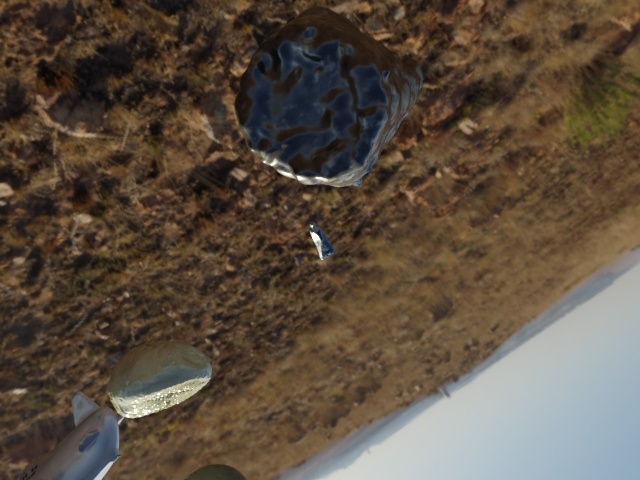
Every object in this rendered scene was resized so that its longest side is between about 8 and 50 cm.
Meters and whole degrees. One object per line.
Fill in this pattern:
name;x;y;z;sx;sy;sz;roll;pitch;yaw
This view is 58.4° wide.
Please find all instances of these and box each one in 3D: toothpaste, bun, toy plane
toothpaste;0.000;0.000;0.922;0.027;0.019;0.083;-29;133;-2
bun;-0.182;0.148;0.644;0.115;0.069;0.115;-24;160;-9
toy plane;-0.406;0.369;0.906;0.252;0.118;0.252;-54;172;-11

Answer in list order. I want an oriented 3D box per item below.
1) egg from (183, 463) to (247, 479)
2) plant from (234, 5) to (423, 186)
egg;-0.203;0.521;1.029;0.169;0.169;0.236;1;107;-59
plant;0.009;-0.119;0.487;0.132;0.129;0.194;-55;-177;18
